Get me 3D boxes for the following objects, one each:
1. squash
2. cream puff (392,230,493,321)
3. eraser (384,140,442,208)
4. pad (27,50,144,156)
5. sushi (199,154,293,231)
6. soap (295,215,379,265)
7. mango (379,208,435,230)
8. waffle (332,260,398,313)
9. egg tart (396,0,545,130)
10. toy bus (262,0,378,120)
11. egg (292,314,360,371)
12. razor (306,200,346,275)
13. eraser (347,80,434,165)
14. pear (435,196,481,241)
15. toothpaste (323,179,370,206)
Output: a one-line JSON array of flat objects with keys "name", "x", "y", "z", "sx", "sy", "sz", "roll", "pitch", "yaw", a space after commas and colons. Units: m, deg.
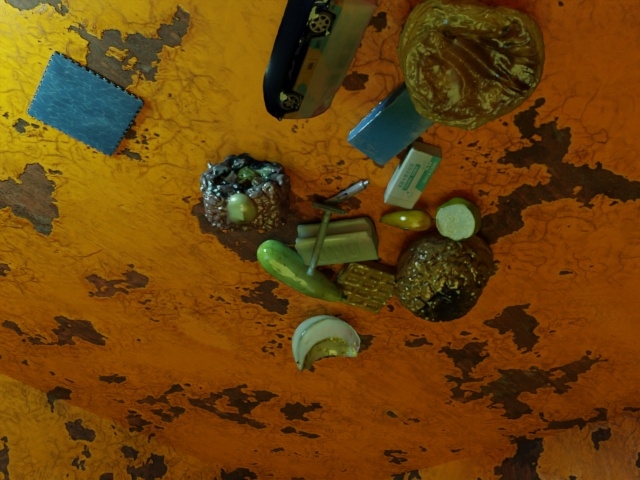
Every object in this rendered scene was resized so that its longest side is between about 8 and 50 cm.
[{"name": "squash", "x": -0.065, "y": 0.124, "z": 2.136, "sx": 0.371, "sy": 0.118, "sz": 0.118, "roll": 36, "pitch": 131, "yaw": -20}, {"name": "cream puff", "x": 0.409, "y": 0.131, "z": 2.021, "sx": 0.343, "sy": 0.231, "sz": 0.327, "roll": -16, "pitch": 130, "yaw": 15}, {"name": "eraser", "x": 0.271, "y": -0.192, "z": 1.817, "sx": 0.096, "sy": 0.052, "sz": 0.225, "roll": 13, "pitch": 137, "yaw": -11}, {"name": "pad", "x": -0.670, "y": -0.378, "z": 1.744, "sx": 0.270, "sy": 0.012, "sz": 0.269, "roll": 27, "pitch": 134, "yaw": -22}, {"name": "sushi", "x": -0.214, "y": -0.136, "z": 1.805, "sx": 0.270, "sy": 0.236, "sz": 0.170, "roll": 5, "pitch": 130, "yaw": 6}, {"name": "soap", "x": 0.056, "y": 0.007, "z": 2.032, "sx": 0.262, "sy": 0.094, "sz": 0.150, "roll": -7, "pitch": 136, "yaw": 14}, {"name": "mango", "x": 0.272, "y": -0.066, "z": 1.924, "sx": 0.188, "sy": 0.101, "sz": 0.066, "roll": 3, "pitch": 102, "yaw": 38}, {"name": "waffle", "x": 0.162, "y": 0.162, "z": 2.223, "sx": 0.221, "sy": 0.055, "sz": 0.247, "roll": 19, "pitch": 137, "yaw": -15}, {"name": "egg tart", "x": 0.352, "y": -0.427, "z": 1.464, "sx": 0.352, "sy": 0.153, "sz": 0.339, "roll": 2, "pitch": 135, "yaw": 1}, {"name": "toy bus", "x": -0.010, "y": -0.454, "z": 1.458, "sx": 0.163, "sy": 0.171, "sz": 0.386, "roll": 1, "pitch": 143, "yaw": -24}, {"name": "egg", "x": -0.004, "y": 0.386, "z": 2.416, "sx": 0.271, "sy": 0.162, "sz": 0.206, "roll": -21, "pitch": 105, "yaw": -17}, {"name": "razor", "x": 0.000, "y": 0.000, "z": 1.940, "sx": 0.106, "sy": 0.231, "sz": 0.068, "roll": 16, "pitch": -175, "yaw": 16}, {"name": "eraser", "x": 0.225, "y": -0.334, "z": 1.670, "sx": 0.144, "sy": 0.042, "sz": 0.312, "roll": 29, "pitch": 133, "yaw": -25}, {"name": "pear", "x": 0.429, "y": -0.070, "z": 1.898, "sx": 0.141, "sy": 0.104, "sz": 0.140, "roll": 7, "pitch": 108, "yaw": 21}, {"name": "toothpaste", "x": 0.086, "y": -0.145, "z": 1.908, "sx": 0.170, "sy": 0.028, "sz": 0.045, "roll": -28, "pitch": 135, "yaw": 34}]
